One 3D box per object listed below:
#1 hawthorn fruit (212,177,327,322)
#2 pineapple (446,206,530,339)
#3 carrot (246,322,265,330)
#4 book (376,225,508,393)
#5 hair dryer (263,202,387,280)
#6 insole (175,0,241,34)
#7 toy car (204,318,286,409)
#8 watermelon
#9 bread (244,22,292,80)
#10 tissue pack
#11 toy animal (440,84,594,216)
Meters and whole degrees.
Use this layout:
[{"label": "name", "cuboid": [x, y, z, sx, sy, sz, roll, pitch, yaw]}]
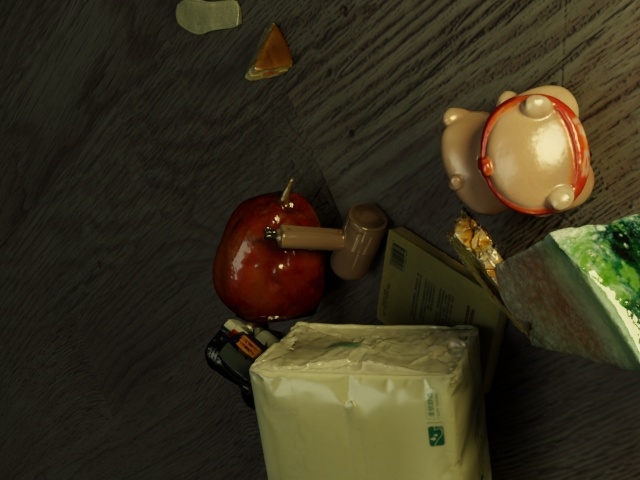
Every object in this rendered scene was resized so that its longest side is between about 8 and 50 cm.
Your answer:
[{"label": "hawthorn fruit", "cuboid": [-0.074, 0.015, 1.990, 0.189, 0.189, 0.251, 40, 137, 38]}, {"label": "pineapple", "cuboid": [0.233, 0.056, 1.626, 0.221, 0.047, 0.221, 53, -177, -4]}, {"label": "carrot", "cuboid": [-0.114, 0.139, 2.216, 0.035, 0.035, 0.142, -21, 80, 53]}, {"label": "book", "cuboid": [0.171, 0.096, 1.832, 0.231, 0.026, 0.161, 36, 129, 41]}, {"label": "hair dryer", "cuboid": [0.000, 0.000, 1.899, 0.064, 0.182, 0.117, -106, 28, -44]}, {"label": "insole", "cuboid": [-0.191, -0.378, 2.159, 0.192, 0.010, 0.063, 10, 109, 52]}, {"label": "toy car", "cuboid": [-0.059, 0.223, 1.995, 0.193, 0.118, 0.301, 37, 170, 32]}, {"label": "watermelon", "cuboid": [0.334, 0.040, 1.408, 0.302, 0.264, 0.151, 2, 103, 56]}, {"label": "bread", "cuboid": [-0.075, -0.285, 2.007, 0.043, 0.062, 0.109, -32, 34, 50]}, {"label": "tissue pack", "cuboid": [0.086, 0.312, 1.777, 0.297, 0.207, 0.380, -2, 109, 22]}, {"label": "toy animal", "cuboid": [0.245, -0.105, 1.567, 0.198, 0.171, 0.171, -2, 100, 61]}]
